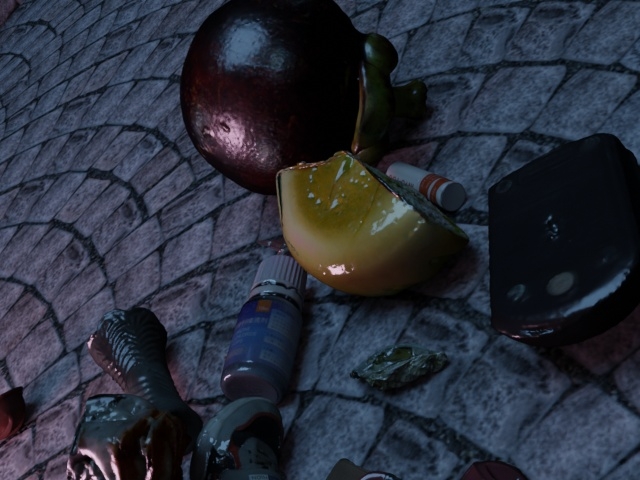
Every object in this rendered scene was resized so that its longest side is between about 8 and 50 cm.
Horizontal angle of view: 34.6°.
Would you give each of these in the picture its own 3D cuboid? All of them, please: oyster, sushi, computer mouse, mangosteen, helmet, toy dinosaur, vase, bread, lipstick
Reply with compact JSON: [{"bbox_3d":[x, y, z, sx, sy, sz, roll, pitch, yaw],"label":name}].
[{"bbox_3d":[0.084,0.141,1.154,0.098,0.037,0.100,-25,10,-9],"label":"oyster"},{"bbox_3d":[-0.214,0.261,1.128,0.130,0.332,0.124,13,55,2],"label":"sushi"},{"bbox_3d":[0.260,0.013,1.052,0.170,0.100,0.269,-24,33,27],"label":"computer mouse"},{"bbox_3d":[-0.045,-0.206,1.462,0.330,0.330,0.330,-27,35,21],"label":"mangosteen"},{"bbox_3d":[-0.484,0.271,1.555,0.111,0.057,0.089,-34,-4,27],"label":"helmet"},{"bbox_3d":[-0.001,-0.001,1.402,0.220,0.032,0.108,-1,48,42],"label":"toy dinosaur"},{"bbox_3d":[-0.227,0.189,1.352,0.115,0.115,0.237,-41,34,-1],"label":"vase"},{"bbox_3d":[0.051,-0.010,1.263,0.156,0.158,0.261,-55,47,9],"label":"bread"},{"bbox_3d":[0.136,-0.072,1.342,0.038,0.038,0.131,-47,32,-10],"label":"lipstick"}]

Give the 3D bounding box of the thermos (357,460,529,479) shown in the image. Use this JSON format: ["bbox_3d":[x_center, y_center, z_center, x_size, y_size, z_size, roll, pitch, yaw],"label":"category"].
[{"bbox_3d":[0.048,0.305,0.908,0.330,0.109,0.136,-39,35,2],"label":"thermos"}]

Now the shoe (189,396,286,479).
[{"bbox_3d":[-0.076,0.264,1.092,0.126,0.099,0.227,-18,43,44],"label":"shoe"}]

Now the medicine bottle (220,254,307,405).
[{"bbox_3d":[-0.064,0.110,1.290,0.084,0.083,0.203,-20,36,30],"label":"medicine bottle"}]

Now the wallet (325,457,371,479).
[{"bbox_3d":[0.018,0.299,1.017,0.152,0.039,0.118,-53,32,-13],"label":"wallet"}]
